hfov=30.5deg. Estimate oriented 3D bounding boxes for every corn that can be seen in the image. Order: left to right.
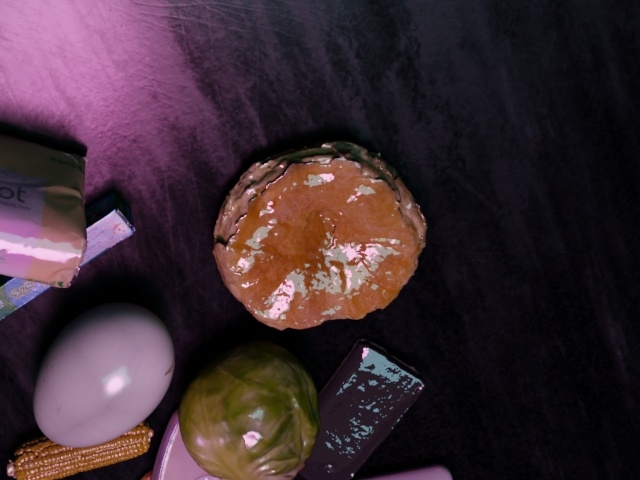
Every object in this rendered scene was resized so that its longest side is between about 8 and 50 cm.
[{"bbox_3d":[-0.386,0.335,1.888,0.238,0.080,0.080,-15,123,-10],"label":"corn"}]

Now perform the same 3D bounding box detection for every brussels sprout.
[{"bbox_3d":[-0.107,0.278,1.856,0.244,0.244,0.244,-7,121,-11],"label":"brussels sprout"}]

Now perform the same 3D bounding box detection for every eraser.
[{"bbox_3d":[-0.207,0.381,1.966,0.204,0.059,0.243,-16,111,-23],"label":"eraser"}]

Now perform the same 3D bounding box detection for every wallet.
[{"bbox_3d":[0.048,0.304,1.997,0.146,0.030,0.285,33,110,-9],"label":"wallet"}]

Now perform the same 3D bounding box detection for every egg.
[{"bbox_3d":[-0.329,0.206,1.764,0.183,0.183,0.264,31,114,-28],"label":"egg"}]

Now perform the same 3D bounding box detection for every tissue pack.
[{"bbox_3d":[-0.446,-0.050,1.569,0.257,0.215,0.123,12,126,-21],"label":"tissue pack"}]

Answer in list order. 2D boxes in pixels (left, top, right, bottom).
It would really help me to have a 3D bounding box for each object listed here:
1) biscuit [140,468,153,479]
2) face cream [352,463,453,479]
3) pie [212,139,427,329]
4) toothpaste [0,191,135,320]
[{"bbox_3d":[-0.289,0.494,2.032,0.163,0.035,0.250,-4,121,-19],"label":"biscuit"},{"bbox_3d":[0.096,0.484,2.107,0.291,0.071,0.143,-10,119,-10],"label":"face cream"},{"bbox_3d":[0.000,0.000,1.791,0.340,0.083,0.339,-7,124,-11],"label":"pie"},{"bbox_3d":[-0.392,0.029,1.711,0.267,0.065,0.050,-33,123,6],"label":"toothpaste"}]
